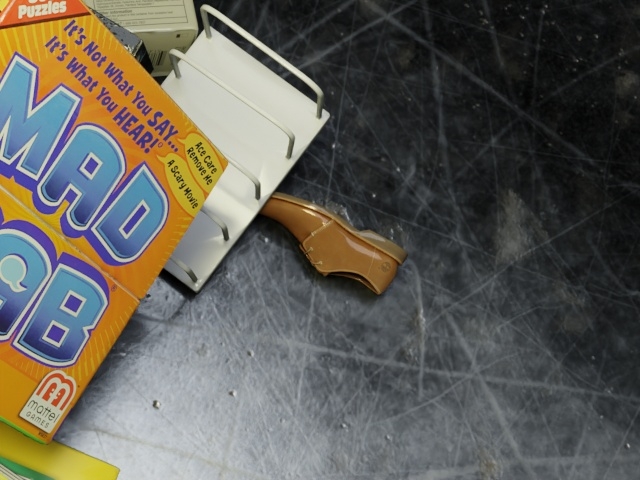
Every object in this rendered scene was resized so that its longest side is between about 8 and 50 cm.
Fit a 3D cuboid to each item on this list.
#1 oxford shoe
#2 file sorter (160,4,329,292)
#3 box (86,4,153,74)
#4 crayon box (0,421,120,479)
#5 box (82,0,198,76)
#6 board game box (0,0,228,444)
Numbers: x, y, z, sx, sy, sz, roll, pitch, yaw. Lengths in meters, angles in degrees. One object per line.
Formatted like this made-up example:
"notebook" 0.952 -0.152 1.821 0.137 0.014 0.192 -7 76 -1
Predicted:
"oxford shoe" 0.000 0.000 1.765 0.212 0.076 0.076 27 83 4
"file sorter" -0.143 -0.112 1.666 0.193 0.173 0.278 36 83 3
"box" -0.293 -0.230 1.622 0.180 0.147 0.077 31 84 2
"crayon box" -0.427 0.353 1.474 0.313 0.106 0.363 23 63 -4
"box" -0.262 -0.374 1.820 0.148 0.121 0.311 -5 69 -17
"board game box" -0.389 -0.073 1.409 0.356 0.356 0.356 23 75 35
